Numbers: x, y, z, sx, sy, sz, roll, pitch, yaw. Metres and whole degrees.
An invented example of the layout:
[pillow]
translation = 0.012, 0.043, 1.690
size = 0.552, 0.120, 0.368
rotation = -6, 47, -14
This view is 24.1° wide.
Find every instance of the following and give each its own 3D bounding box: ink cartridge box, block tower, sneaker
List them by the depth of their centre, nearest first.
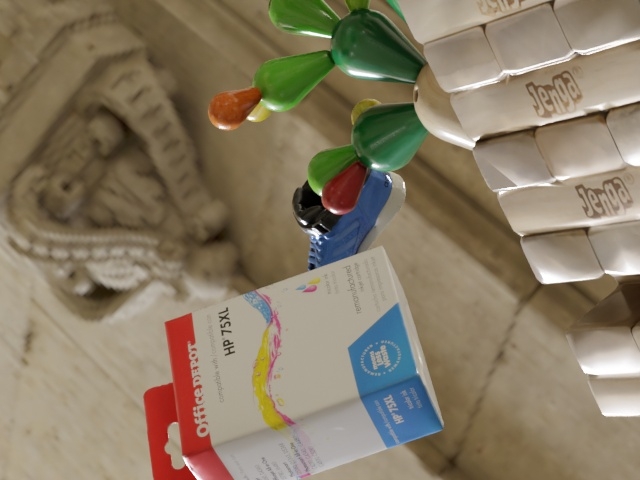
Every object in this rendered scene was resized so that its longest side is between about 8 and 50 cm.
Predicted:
[block tower]
translation = 0.076, -0.097, 0.430
size = 0.097, 0.335, 0.091
rotation = -34, 14, -33
[ink cartridge box]
translation = -0.037, 0.110, 1.143
size = 0.231, 0.134, 0.078
rotation = -20, -43, 6
[sneaker]
translation = 0.000, 0.000, 1.228
size = 0.084, 0.058, 0.152
rotation = 22, -74, -36

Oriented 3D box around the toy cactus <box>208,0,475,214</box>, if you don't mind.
[toy cactus]
translation = 0.037, -0.094, 0.777
size = 0.112, 0.180, 0.219
rotation = -26, -41, -48
